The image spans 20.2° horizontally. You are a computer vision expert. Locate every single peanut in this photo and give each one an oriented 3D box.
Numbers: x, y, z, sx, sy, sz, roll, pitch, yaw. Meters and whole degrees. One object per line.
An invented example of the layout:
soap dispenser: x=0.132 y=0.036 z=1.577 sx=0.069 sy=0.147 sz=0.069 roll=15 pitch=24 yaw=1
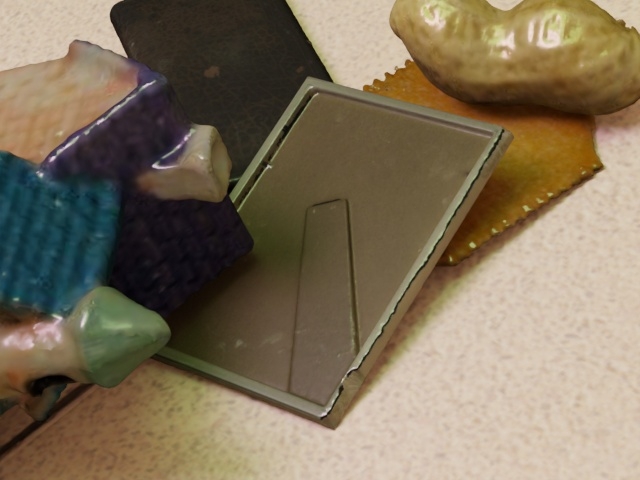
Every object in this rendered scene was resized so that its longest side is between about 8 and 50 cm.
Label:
peanut: x=0.168 y=-0.162 z=1.528 sx=0.229 sy=0.098 sz=0.103 roll=9 pitch=80 yaw=14

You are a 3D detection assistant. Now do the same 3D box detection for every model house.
model house: x=-0.202 y=0.016 z=1.382 sx=0.280 sy=0.245 sz=0.312 roll=-11 pitch=42 yaw=16

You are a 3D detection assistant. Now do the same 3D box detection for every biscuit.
biscuit: x=0.107 y=-0.081 z=1.538 sx=0.232 sy=0.013 sz=0.237 roll=-32 pitch=47 yaw=-23

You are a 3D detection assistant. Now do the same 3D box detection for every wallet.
wallet: x=-0.082 y=-0.147 z=1.682 sx=0.170 sy=0.044 sz=0.321 roll=-15 pitch=43 yaw=-10

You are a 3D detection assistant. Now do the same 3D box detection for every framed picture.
framed picture: x=0.000 y=0.000 z=1.460 sx=0.211 sy=0.020 sz=0.289 roll=17 pitch=64 yaw=36
